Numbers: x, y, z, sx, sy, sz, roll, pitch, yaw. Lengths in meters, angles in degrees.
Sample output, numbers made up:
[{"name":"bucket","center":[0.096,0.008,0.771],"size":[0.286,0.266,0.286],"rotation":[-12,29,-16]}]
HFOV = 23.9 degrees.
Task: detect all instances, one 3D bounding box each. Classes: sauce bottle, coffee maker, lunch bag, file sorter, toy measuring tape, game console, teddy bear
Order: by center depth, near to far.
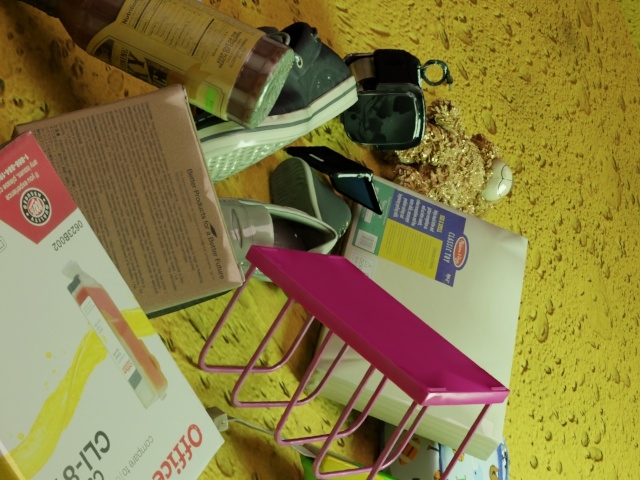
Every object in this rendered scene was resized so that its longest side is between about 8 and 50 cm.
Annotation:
[{"name":"sauce bottle","center":[-0.203,-0.242,1.715],"size":[0.344,0.111,0.111],"rotation":[26,33,8]},{"name":"file sorter","center":[0.029,0.165,1.788],"size":[0.290,0.182,0.202],"rotation":[39,17,30]},{"name":"toy measuring tape","center":[-0.018,0.307,1.843],"size":[0.330,0.121,0.121],"rotation":[26,48,-28]},{"name":"lunch bag","center":[0.185,0.358,2.106],"size":[0.243,0.115,0.303],"rotation":[43,40,-40]},{"name":"game console","center":[0.020,-0.084,2.144],"size":[0.107,0.122,0.071],"rotation":[-3,112,-37]},{"name":"coffee maker","center":[0.112,-0.217,2.246],"size":[0.178,0.171,0.120],"rotation":[-97,161,-65]},{"name":"teddy bear","center":[0.212,-0.110,2.449],"size":[0.338,0.113,0.245],"rotation":[31,48,-45]}]

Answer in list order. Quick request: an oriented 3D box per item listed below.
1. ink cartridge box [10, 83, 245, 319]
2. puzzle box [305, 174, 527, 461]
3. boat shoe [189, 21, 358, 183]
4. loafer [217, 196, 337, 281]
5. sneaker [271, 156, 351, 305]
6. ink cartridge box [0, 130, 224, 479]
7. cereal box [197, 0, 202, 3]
[{"name":"ink cartridge box","center":[-0.212,-0.030,1.645],"size":[0.193,0.088,0.235],"rotation":[-15,83,-19]},{"name":"puzzle box","center":[0.145,0.096,2.130],"size":[0.272,0.052,0.409],"rotation":[22,43,-6]},{"name":"boat shoe","center":[-0.092,-0.181,1.948],"size":[0.156,0.186,0.500],"rotation":[61,25,-6]},{"name":"loafer","center":[-0.108,-0.009,1.858],"size":[0.319,0.111,0.112],"rotation":[3,67,-51]},{"name":"sneaker","center":[0.000,0.000,2.065],"size":[0.118,0.083,0.222],"rotation":[32,44,-46]},{"name":"ink cartridge box","center":[-0.292,0.133,1.436],"size":[0.385,0.160,0.279],"rotation":[60,31,-14]},{"name":"cereal box","center":[-0.244,-0.375,1.951],"size":[0.240,0.047,0.173],"rotation":[32,46,-46]}]
